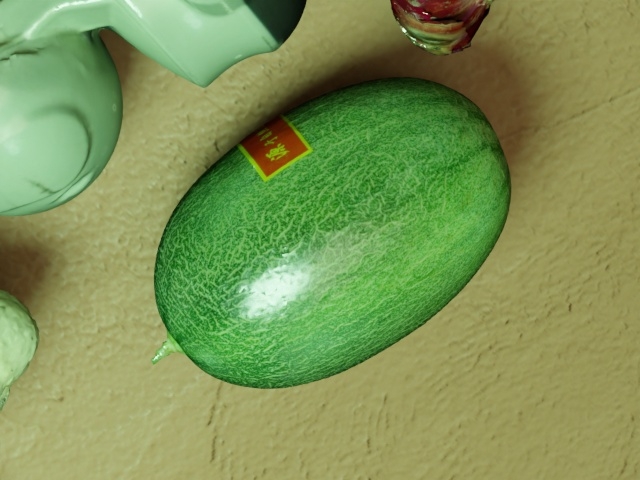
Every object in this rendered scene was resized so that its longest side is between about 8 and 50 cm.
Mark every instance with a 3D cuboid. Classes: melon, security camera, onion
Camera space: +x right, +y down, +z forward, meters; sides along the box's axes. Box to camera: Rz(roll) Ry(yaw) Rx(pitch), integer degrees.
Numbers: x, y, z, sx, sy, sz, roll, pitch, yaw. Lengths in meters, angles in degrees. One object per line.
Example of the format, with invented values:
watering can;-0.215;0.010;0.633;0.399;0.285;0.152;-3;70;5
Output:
melon;0.000;0.000;1.174;0.287;0.182;0.182;-34;114;-7
security camera;-0.164;-0.129;1.077;0.277;0.191;0.197;-43;83;0
onion;0.066;-0.209;1.172;0.140;0.150;0.150;20;104;17

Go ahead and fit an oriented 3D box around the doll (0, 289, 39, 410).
doll;-0.279;0.022;1.089;0.149;0.175;0.278;-19;118;5
